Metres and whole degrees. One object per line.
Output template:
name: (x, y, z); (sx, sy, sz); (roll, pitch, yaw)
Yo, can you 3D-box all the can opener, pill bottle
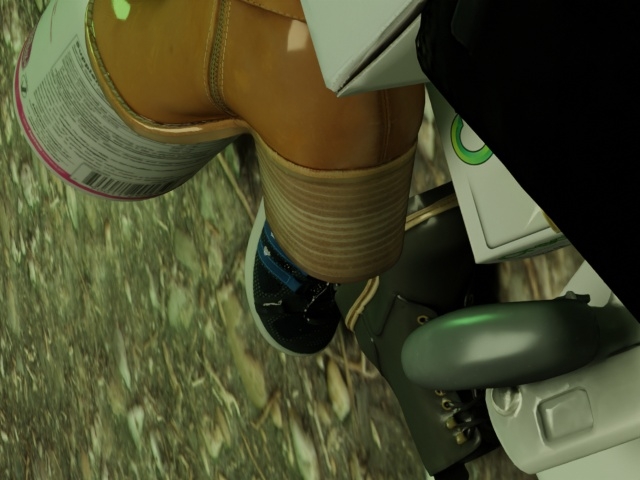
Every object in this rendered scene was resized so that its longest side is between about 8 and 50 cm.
can opener: (0.152, 0.034, 0.708); (0.280, 0.093, 0.074); (-27, 70, 44)
pill bottle: (-0.099, -0.136, 1.156); (0.283, 0.160, 0.160); (-31, 72, 63)

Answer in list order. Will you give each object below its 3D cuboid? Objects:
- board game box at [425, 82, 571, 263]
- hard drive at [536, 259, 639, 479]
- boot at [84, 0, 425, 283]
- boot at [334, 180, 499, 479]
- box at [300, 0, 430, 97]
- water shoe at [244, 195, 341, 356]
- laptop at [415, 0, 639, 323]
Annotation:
board game box: (0.110, -0.161, 0.758); (0.193, 0.053, 0.305); (-23, 79, 45)
hard drive: (0.191, 0.149, 0.797); (0.307, 0.040, 0.203); (66, 152, 26)
boot: (-0.043, -0.135, 0.847); (0.283, 0.109, 0.220); (-127, 26, -45)
boot: (0.077, 0.054, 0.980); (0.198, 0.077, 0.137); (107, 141, -68)
box: (0.105, -0.187, 0.580); (0.127, 0.262, 0.231); (-42, 61, 62)
water shoe: (0.000, 0.000, 1.106); (0.080, 0.073, 0.203); (44, 139, 48)
laptop: (0.254, -0.075, 0.288); (0.408, 0.236, 0.382); (53, 144, 34)
